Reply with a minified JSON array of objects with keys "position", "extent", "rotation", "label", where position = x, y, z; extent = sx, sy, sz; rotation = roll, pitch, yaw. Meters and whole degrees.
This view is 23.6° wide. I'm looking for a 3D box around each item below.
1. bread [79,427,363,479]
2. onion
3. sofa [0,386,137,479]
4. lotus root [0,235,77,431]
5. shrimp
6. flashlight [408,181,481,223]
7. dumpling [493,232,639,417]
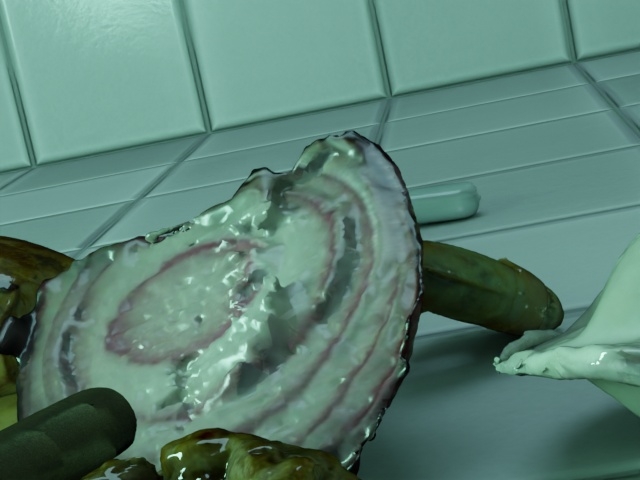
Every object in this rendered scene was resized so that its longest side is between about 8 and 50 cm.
[{"position":[-0.063,0.171,0.739],"extent":[0.230,0.123,0.230],"rotation":[-9,13,2],"label":"bread"},{"position":[-0.057,0.099,1.045],"extent":[0.314,0.146,0.280],"rotation":[-19,49,13],"label":"onion"},{"position":[-0.248,0.145,0.898],"extent":[0.258,0.182,0.200],"rotation":[-4,12,36],"label":"sofa"},{"position":[-0.322,0.092,1.277],"extent":[0.291,0.193,0.193],"rotation":[-5,13,32],"label":"lotus root"},{"position":[0.084,0.029,1.221],"extent":[0.267,0.061,0.145],"rotation":[14,-1,-43],"label":"shrimp"},{"position":[0.093,-0.035,1.842],"extent":[0.200,0.047,0.093],"rotation":[-8,11,5],"label":"flashlight"},{"position":[0.275,0.035,0.958],"extent":[0.341,0.181,0.260],"rotation":[-42,15,-26],"label":"dumpling"}]
